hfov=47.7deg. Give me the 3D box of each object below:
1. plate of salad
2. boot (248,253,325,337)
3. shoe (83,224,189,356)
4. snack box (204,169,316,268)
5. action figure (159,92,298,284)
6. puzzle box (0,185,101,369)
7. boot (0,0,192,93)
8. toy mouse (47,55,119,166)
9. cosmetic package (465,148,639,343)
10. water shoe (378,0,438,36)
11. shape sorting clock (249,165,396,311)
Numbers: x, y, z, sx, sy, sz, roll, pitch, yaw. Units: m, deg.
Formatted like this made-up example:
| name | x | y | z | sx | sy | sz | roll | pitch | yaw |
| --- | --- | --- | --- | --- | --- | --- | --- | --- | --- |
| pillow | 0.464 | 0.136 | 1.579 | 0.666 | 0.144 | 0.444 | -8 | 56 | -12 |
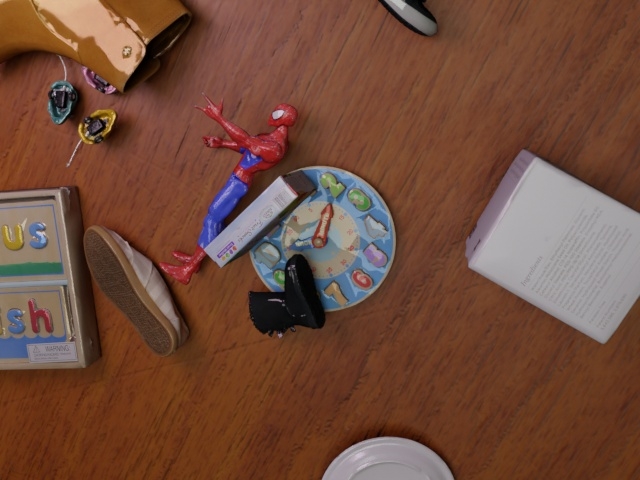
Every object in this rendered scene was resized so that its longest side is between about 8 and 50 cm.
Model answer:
| name | x | y | z | sx | sy | sz | roll | pitch | yaw |
| --- | --- | --- | --- | --- | --- | --- | --- | --- | --- |
| plate of salad | 0.096 | 0.370 | 1.041 | 0.200 | 0.048 | 0.199 | 0 | 102 | 0 |
| boot | -0.054 | 0.077 | 0.990 | 0.099 | 0.045 | 0.121 | -5 | 118 | 27 |
| shoe | -0.267 | 0.069 | 1.055 | 0.077 | 0.058 | 0.219 | -35 | 88 | 34 |
| snack box | -0.075 | -0.029 | 0.934 | 0.141 | 0.100 | 0.037 | -42 | 87 | 16 |
| action figure | -0.146 | -0.090 | 0.978 | 0.139 | 0.091 | 0.280 | 39 | 105 | -7 |
| puzzle box | -0.547 | 0.063 | 1.103 | 0.409 | 0.052 | 0.271 | -4 | 99 | 11 |
| boot | -0.333 | -0.268 | 0.964 | 0.295 | 0.104 | 0.211 | -41 | 82 | 5 |
| toy mouse | -0.329 | -0.206 | 1.021 | 0.161 | 0.031 | 0.143 | -38 | 80 | 9 |
| cosmetic package | 0.293 | 0.000 | 0.883 | 0.184 | 0.151 | 0.151 | 30 | 104 | 3 |
| water shoe | 0.086 | -0.344 | 0.900 | 0.203 | 0.073 | 0.080 | 45 | 102 | 0 |
| shape sorting clock | 0.000 | 0.000 | 0.995 | 0.206 | 0.040 | 0.206 | 2 | 101 | 11 |
